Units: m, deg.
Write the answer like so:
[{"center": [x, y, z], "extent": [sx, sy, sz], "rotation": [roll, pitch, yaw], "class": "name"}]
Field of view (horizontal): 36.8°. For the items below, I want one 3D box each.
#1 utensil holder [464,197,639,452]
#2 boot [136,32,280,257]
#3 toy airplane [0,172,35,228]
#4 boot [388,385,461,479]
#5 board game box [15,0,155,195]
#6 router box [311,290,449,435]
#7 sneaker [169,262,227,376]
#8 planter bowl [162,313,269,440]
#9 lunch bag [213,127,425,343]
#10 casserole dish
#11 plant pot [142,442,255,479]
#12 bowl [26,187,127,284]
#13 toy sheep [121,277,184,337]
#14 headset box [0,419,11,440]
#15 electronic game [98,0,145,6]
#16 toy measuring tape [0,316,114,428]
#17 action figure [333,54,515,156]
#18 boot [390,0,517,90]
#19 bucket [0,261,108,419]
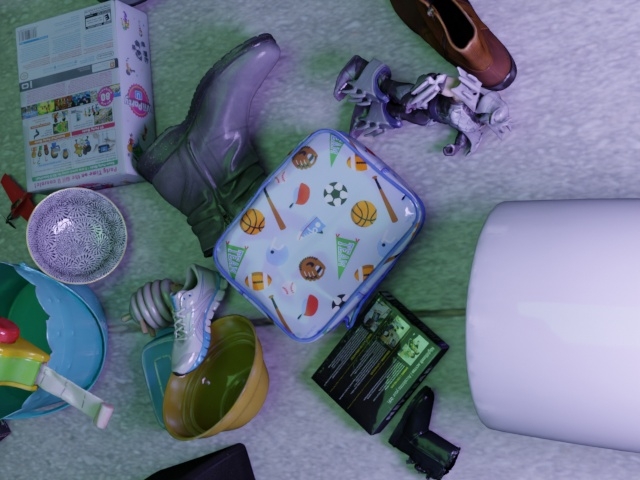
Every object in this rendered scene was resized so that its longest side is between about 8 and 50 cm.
[{"center": [0.405, 0.104, 1.176], "extent": [0.385, 0.327, 0.328], "rotation": [2, 88, 26], "class": "utensil holder"}, {"center": [-0.125, -0.149, 1.565], "extent": [0.223, 0.118, 0.338], "rotation": [47, 113, 12], "class": "boot"}, {"center": [-0.541, -0.084, 1.785], "extent": [0.151, 0.028, 0.151], "rotation": [-1, 89, 24], "class": "toy airplane"}, {"center": [0.164, 0.290, 1.431], "extent": [0.099, 0.045, 0.121], "rotation": [35, 109, 24], "class": "boot"}, {"center": [-0.412, -0.243, 1.696], "extent": [0.224, 0.097, 0.303], "rotation": [-8, 83, 25], "class": "board game box"}, {"center": [0.089, 0.187, 1.469], "extent": [0.133, 0.046, 0.179], "rotation": [42, 104, 21], "class": "router box"}, {"center": [-0.218, 0.124, 1.559], "extent": [0.071, 0.083, 0.191], "rotation": [-11, 56, 41], "class": "sneaker"}, {"center": [-0.147, 0.234, 1.532], "extent": [0.217, 0.090, 0.217], "rotation": [-31, 39, 29], "class": "planter bowl"}, {"center": [0.000, 0.000, 1.459], "extent": [0.243, 0.115, 0.303], "rotation": [41, 99, 4], "class": "lunch bag"}, {"center": [-0.248, 0.240, 1.629], "extent": [0.114, 0.037, 0.188], "rotation": [-22, 80, 23], "class": "casserole dish"}, {"center": [-0.209, 0.448, 1.530], "extent": [0.188, 0.167, 0.187], "rotation": [-23, 79, 21], "class": "plant pot"}, {"center": [-0.429, -0.003, 1.686], "extent": [0.080, 0.170, 0.170], "rotation": [157, 114, -68], "class": "bowl"}, {"center": [-0.277, 0.111, 1.622], "extent": [0.132, 0.091, 0.091], "rotation": [-22, 78, 5], "class": "toy sheep"}, {"center": [-0.622, 0.352, 1.800], "extent": [0.083, 0.032, 0.062], "rotation": [-38, 73, 18], "class": "headset box"}, {"center": [-0.332, -0.520, 1.696], "extent": [0.229, 0.048, 0.229], "rotation": [-5, 78, 25], "class": "electronic game"}, {"center": [-0.475, 0.203, 1.492], "extent": [0.330, 0.121, 0.121], "rotation": [27, 99, 23], "class": "toy measuring tape"}, {"center": [0.157, -0.191, 1.397], "extent": [0.285, 0.185, 0.099], "rotation": [15, 68, 40], "class": "action figure"}, {"center": [0.146, -0.322, 1.337], "extent": [0.096, 0.280, 0.264], "rotation": [-39, 73, 17], "class": "boot"}, {"center": [-0.519, 0.173, 1.678], "extent": [0.281, 0.183, 0.281], "rotation": [-1, 88, 25], "class": "bucket"}]
